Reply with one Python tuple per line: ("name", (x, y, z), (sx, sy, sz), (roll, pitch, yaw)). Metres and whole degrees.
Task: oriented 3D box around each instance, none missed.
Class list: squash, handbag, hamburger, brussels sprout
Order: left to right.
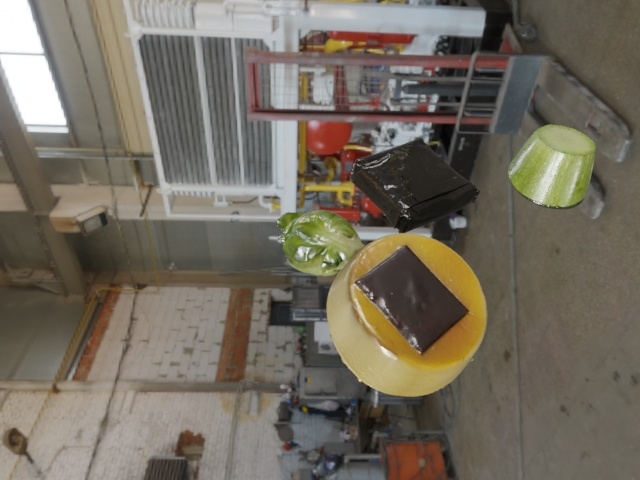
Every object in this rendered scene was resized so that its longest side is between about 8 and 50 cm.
("brussels sprout", (0.000, -0.001, 1.008), (0.100, 0.181, 0.139), (48, -119, -53))
("hamburger", (0.155, 0.134, 0.896), (0.176, 0.300, 0.300), (115, 159, -57))
("handbag", (0.218, -0.138, 1.148), (0.223, 0.247, 0.080), (49, 148, 32))
("squash", (0.492, -0.162, 1.035), (0.170, 0.170, 0.123), (-91, 5, -46))
